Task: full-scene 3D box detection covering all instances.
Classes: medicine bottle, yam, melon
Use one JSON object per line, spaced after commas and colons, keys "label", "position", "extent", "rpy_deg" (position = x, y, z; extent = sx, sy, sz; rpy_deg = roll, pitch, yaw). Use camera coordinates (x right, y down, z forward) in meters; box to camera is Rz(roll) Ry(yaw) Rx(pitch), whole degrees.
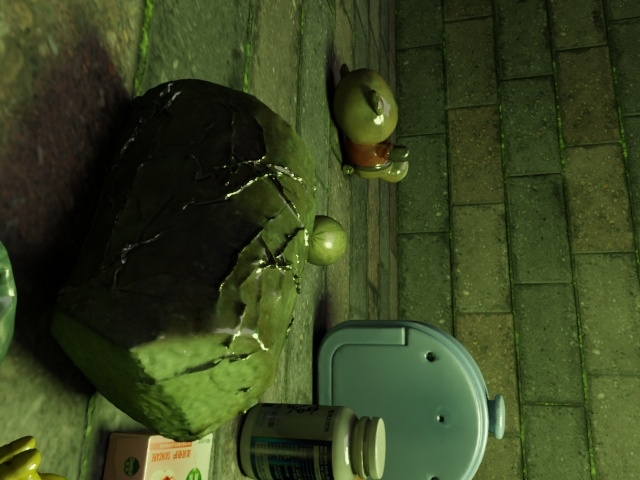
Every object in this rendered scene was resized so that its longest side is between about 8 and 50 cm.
{"label": "medicine bottle", "position": [-0.009, 0.289, 0.750], "extent": [0.107, 0.191, 0.107], "rpy_deg": [-3, 90, -75]}
{"label": "yam", "position": [-0.108, 0.014, 0.464], "extent": [0.202, 0.201, 0.271], "rpy_deg": [70, 29, -45]}
{"label": "melon", "position": [0.000, 0.000, 1.008], "extent": [0.130, 0.098, 0.098], "rpy_deg": [25, 63, -67]}

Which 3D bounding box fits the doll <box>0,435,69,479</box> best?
{"label": "doll", "position": [-0.170, 0.223, 0.354], "extent": [0.096, 0.145, 0.188], "rpy_deg": [-31, 83, -36]}

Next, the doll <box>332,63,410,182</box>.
{"label": "doll", "position": [0.119, -0.288, 1.378], "extent": [0.330, 0.174, 0.235], "rpy_deg": [75, -11, -45]}

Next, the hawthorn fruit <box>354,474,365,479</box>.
{"label": "hawthorn fruit", "position": [0.011, 0.412, 0.867], "extent": [0.189, 0.149, 0.149], "rpy_deg": [-42, -145, 53]}

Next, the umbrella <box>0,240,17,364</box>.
{"label": "umbrella", "position": [-0.217, 0.063, 0.228], "extent": [0.143, 0.094, 0.349], "rpy_deg": [68, 23, -61]}

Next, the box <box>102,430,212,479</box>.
{"label": "box", "position": [-0.155, 0.231, 0.509], "extent": [0.125, 0.043, 0.089], "rpy_deg": [46, 44, -67]}

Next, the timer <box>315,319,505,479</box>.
{"label": "timer", "position": [0.180, 0.347, 1.085], "extent": [0.173, 0.395, 0.395], "rpy_deg": [24, 64, -68]}
